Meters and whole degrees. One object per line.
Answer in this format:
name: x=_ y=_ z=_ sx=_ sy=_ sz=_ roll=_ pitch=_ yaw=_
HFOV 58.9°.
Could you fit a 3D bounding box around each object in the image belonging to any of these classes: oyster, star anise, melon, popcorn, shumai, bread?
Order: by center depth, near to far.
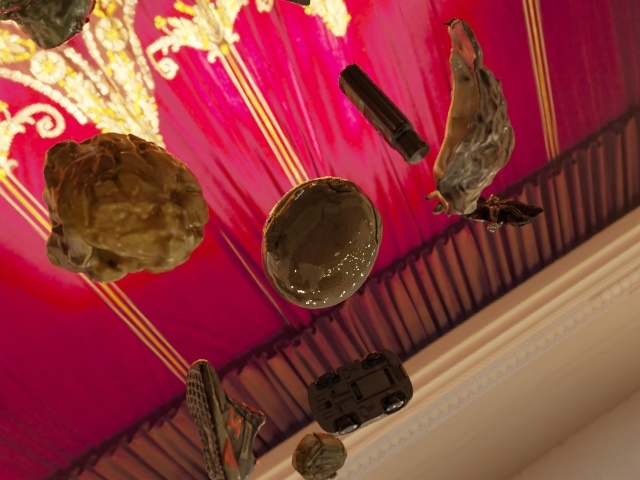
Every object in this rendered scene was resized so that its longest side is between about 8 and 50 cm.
oyster: x=0.182 y=-0.124 z=0.689 sx=0.101 sy=0.274 sz=0.271 roll=14 pitch=-153 yaw=18
shumai: x=-0.670 y=-0.617 z=1.282 sx=0.325 sy=0.323 sz=0.396 roll=-10 pitch=-107 yaw=10
melon: x=0.000 y=0.000 z=1.311 sx=0.269 sy=0.330 sz=0.268 roll=18 pitch=-146 yaw=-12
popcorn: x=-0.464 y=-0.088 z=1.347 sx=0.391 sy=0.343 sz=0.354 roll=-9 pitch=-158 yaw=0
bread: x=0.003 y=0.558 z=1.459 sx=0.064 sy=0.156 sz=0.117 roll=27 pitch=-81 yaw=53
star anise: x=0.481 y=-0.066 z=1.596 sx=0.272 sy=0.102 sz=0.272 roll=1 pitch=-160 yaw=0

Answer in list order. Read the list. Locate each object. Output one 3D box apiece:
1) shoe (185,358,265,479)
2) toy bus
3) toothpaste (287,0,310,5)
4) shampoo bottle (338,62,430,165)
shoe: x=-0.219 y=0.447 z=1.429 sx=0.171 sy=0.336 sz=0.132 roll=-16 pitch=-175 yaw=-37
toy bus: x=0.082 y=0.331 z=1.195 sx=0.210 sy=0.136 sz=0.126 roll=-22 pitch=-120 yaw=-9
toothpaste: x=-0.052 y=-0.474 z=0.659 sx=0.125 sy=0.370 sz=0.080 roll=-1 pitch=-170 yaw=-37
shampoo bottle: x=0.170 y=-0.341 z=1.549 sx=0.084 sy=0.129 sz=0.323 roll=-34 pitch=-111 yaw=-6
